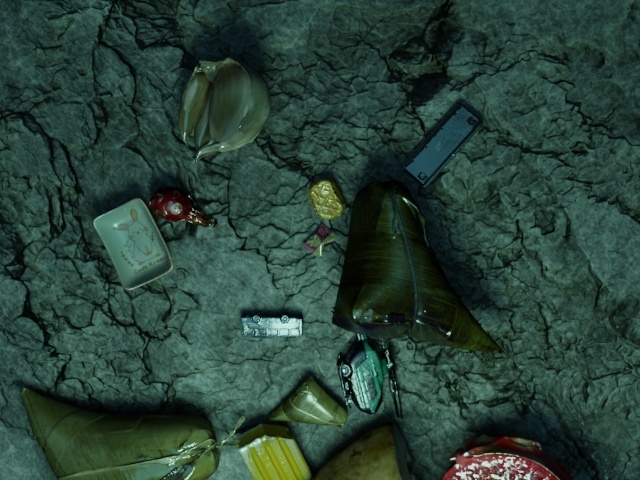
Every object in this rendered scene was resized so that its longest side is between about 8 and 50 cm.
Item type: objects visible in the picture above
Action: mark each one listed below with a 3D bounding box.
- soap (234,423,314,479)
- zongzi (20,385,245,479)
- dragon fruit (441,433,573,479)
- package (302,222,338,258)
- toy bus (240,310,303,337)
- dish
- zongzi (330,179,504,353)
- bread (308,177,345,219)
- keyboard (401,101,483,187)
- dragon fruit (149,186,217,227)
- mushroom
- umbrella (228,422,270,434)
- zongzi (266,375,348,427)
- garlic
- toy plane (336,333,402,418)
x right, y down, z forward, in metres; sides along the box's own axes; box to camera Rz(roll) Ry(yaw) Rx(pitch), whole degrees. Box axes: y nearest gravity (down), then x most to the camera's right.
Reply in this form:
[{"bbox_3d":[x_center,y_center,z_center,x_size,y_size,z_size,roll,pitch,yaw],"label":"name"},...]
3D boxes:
[{"bbox_3d":[-0.113,0.590,1.697,0.140,0.073,0.232,-27,107,-12],"label":"soap"},{"bbox_3d":[-0.494,0.469,1.685,0.500,0.218,0.467,-32,84,1],"label":"zongzi"},{"bbox_3d":[0.467,0.653,1.628,0.371,0.249,0.386,-32,88,20],"label":"dragon fruit"},{"bbox_3d":[0.000,0.000,1.721,0.059,0.029,0.083,40,84,8],"label":"package"},{"bbox_3d":[-0.128,0.225,1.730,0.166,0.047,0.065,0,97,2],"label":"toy bus"},{"bbox_3d":[-0.485,0.009,1.721,0.151,0.077,0.212,-25,92,6],"label":"dish"},{"bbox_3d":[0.265,0.068,1.618,0.432,0.208,0.403,12,68,-9],"label":"zongzi"},{"bbox_3d":[0.015,-0.108,1.707,0.083,0.044,0.111,-25,94,5],"label":"bread"},{"bbox_3d":[0.318,-0.247,1.694,0.093,0.025,0.230,43,94,2],"label":"keyboard"},{"bbox_3d":[-0.359,-0.083,1.707,0.190,0.094,0.094,24,94,-3],"label":"dragon fruit"},{"bbox_3d":[0.050,0.646,1.614,0.397,0.314,0.224,-23,132,9],"label":"mushroom"},{"bbox_3d":[-0.192,0.511,1.763,0.122,0.022,0.013,-15,101,14],"label":"umbrella"},{"bbox_3d":[-0.031,0.469,1.727,0.160,0.078,0.176,42,104,0],"label":"zongzi"},{"bbox_3d":[-0.242,-0.332,1.631,0.237,0.210,0.292,-1,84,-4],"label":"garlic"},{"bbox_3d":[0.117,0.302,1.699,0.155,0.106,0.382,-12,91,-3],"label":"toy plane"}]
